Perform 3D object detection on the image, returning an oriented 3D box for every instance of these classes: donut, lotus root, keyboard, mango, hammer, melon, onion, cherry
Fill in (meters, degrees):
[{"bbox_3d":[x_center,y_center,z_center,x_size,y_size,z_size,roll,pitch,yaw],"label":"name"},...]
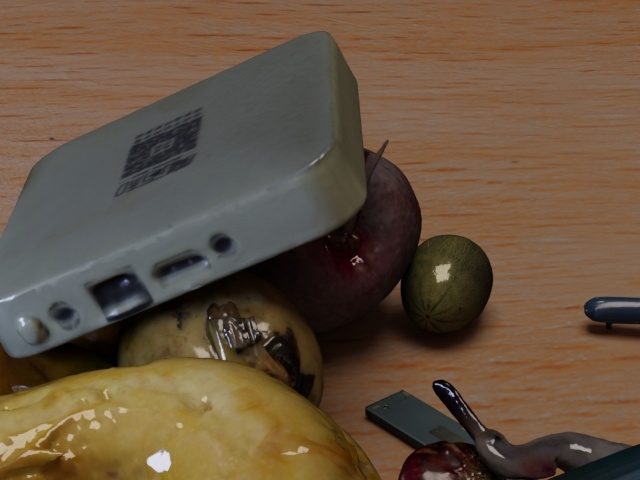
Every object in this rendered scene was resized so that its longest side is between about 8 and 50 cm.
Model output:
[{"bbox_3d":[-0.151,0.256,1.053,0.449,0.198,0.449,-5,33,3],"label":"donut"},{"bbox_3d":[-0.106,0.105,1.376,0.183,0.182,0.310,-9,19,-16],"label":"lotus root"},{"bbox_3d":[0.122,0.191,1.375,0.055,0.014,0.176,-24,38,-37],"label":"keyboard"},{"bbox_3d":[-0.274,0.137,1.375,0.165,0.089,0.115,15,46,40],"label":"mango"},{"bbox_3d":[0.378,0.076,1.537,0.194,0.069,0.116,1,30,10],"label":"hammer"},{"bbox_3d":[0.134,0.046,1.547,0.098,0.098,0.130,10,27,16],"label":"melon"},{"bbox_3d":[0.113,0.223,1.248,0.107,0.097,0.107,22,39,-19],"label":"onion"},{"bbox_3d":[0.000,0.000,1.515,0.213,0.266,0.183,-35,82,-16],"label":"cherry"}]

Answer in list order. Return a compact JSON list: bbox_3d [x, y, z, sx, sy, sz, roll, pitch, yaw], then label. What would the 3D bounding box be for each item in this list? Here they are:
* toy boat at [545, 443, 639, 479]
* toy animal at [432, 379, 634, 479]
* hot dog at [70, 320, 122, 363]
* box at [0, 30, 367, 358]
[{"bbox_3d":[0.231,0.228,1.127,0.296,0.122,0.114,-30,-12,23],"label":"toy boat"},{"bbox_3d":[0.263,0.214,1.245,0.324,0.090,0.195,7,35,-18],"label":"toy animal"},{"bbox_3d":[-0.189,0.030,1.567,0.135,0.100,0.337,17,33,27],"label":"hot dog"},{"bbox_3d":[-0.135,-0.051,1.409,0.367,0.090,0.373,-23,25,11],"label":"box"}]
